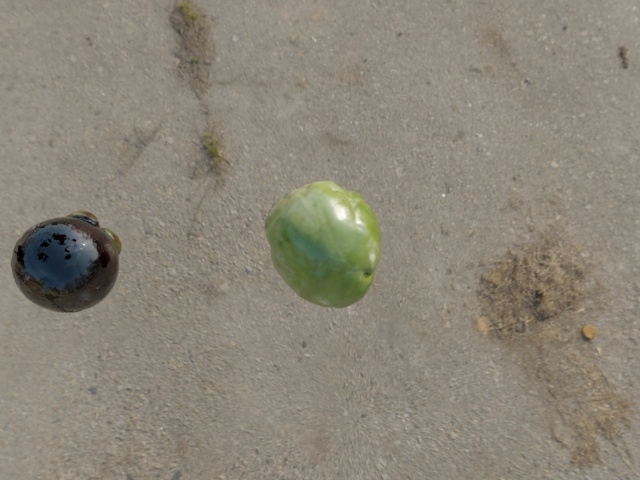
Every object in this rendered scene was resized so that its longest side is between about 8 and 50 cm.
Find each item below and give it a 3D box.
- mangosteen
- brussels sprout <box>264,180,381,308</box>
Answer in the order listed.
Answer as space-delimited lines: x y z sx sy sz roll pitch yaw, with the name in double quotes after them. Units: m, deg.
-0.522 0.035 1.063 0.211 0.211 0.250 11 28 8 "mangosteen"
0.005 -0.002 1.134 0.243 0.273 0.316 -25 69 -25 "brussels sprout"
